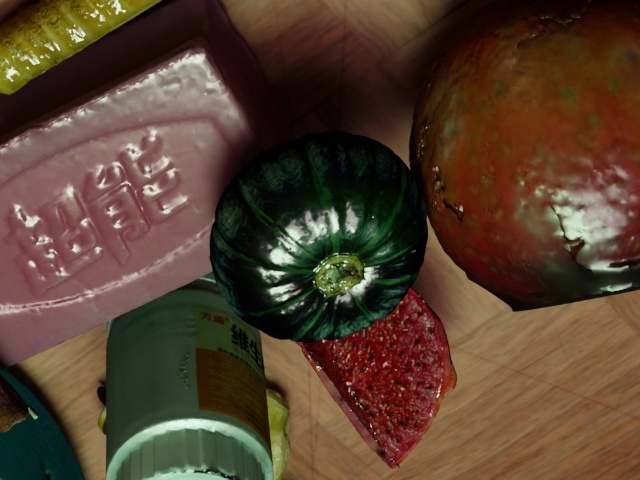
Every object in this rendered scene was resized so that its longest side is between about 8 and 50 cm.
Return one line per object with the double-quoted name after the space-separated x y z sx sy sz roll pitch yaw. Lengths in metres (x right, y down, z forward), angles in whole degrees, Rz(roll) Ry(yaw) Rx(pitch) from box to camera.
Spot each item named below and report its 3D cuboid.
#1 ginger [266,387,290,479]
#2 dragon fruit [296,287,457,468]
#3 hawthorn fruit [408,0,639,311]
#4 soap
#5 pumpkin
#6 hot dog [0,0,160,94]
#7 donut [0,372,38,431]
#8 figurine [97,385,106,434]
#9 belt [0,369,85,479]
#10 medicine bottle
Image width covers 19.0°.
-0.078 0.380 2.103 0.348 0.122 0.363 -45 131 -2 "ginger"
0.031 0.078 1.927 0.126 0.161 0.274 -38 119 -13 "dragon fruit"
0.224 -0.077 1.703 0.316 0.316 0.316 -3 128 -4 "hawthorn fruit"
-0.206 -0.054 1.782 0.359 0.128 0.233 -25 125 14 "soap"
0.000 0.000 1.677 0.202 0.140 0.202 -7 126 -10 "pumpkin"
-0.184 -0.223 1.685 0.289 0.083 0.068 -29 107 15 "hot dog"
-0.386 0.104 1.815 0.085 0.217 0.141 -44 146 -13 "donut"
-0.185 0.213 1.992 0.098 0.154 0.082 -52 153 21 "figurine"
-0.404 0.302 2.012 0.300 0.173 0.437 -6 126 9 "belt"
-0.128 0.161 1.836 0.158 0.318 0.158 -3 128 -3 "medicine bottle"
